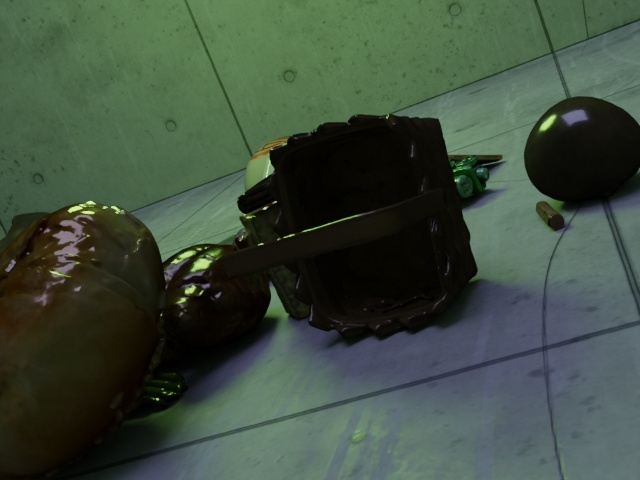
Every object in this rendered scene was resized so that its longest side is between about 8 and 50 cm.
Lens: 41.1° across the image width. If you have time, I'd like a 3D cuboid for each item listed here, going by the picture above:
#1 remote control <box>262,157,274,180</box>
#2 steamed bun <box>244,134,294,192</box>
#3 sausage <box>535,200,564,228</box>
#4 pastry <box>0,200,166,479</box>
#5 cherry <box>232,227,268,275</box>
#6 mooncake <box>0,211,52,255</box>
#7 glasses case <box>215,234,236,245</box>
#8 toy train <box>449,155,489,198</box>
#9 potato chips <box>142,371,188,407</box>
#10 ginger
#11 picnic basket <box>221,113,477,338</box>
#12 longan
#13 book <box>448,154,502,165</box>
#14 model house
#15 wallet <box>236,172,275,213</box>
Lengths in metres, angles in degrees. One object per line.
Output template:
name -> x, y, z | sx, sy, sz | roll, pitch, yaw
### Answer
remote control -> -0.093, -0.096, 2.008 | 0.103, 0.055, 0.277 | -16, 45, 28
steamed bun -> -0.099, -0.215, 2.515 | 0.283, 0.177, 0.283 | -22, 12, 5
sausage -> 0.354, -0.041, 1.327 | 0.026, 0.026, 0.116 | -21, 11, 8
pastry -> -0.363, 0.141, 1.180 | 0.409, 0.245, 0.409 | -35, 30, 24
cherry -> -0.106, 0.005, 1.746 | 0.148, 0.115, 0.188 | -49, -3, 18
mooncake -> -0.829, 0.111, 2.258 | 0.394, 0.246, 0.393 | -25, 21, -12
glasses case -> -0.210, 0.036, 1.953 | 0.071, 0.047, 0.205 | -28, 13, -3
toy train -> 0.216, -0.100, 1.706 | 0.251, 0.085, 0.119 | -13, 21, 46
potato chips -> -0.280, 0.231, 1.296 | 0.207, 0.028, 0.092 | -11, 16, 38
ginger -> -0.219, 0.105, 1.427 | 0.274, 0.152, 0.357 | -27, 11, -18
picnic basket -> 0.049, -0.015, 1.133 | 0.254, 0.291, 0.321 | -14, 3, 31
longan -> 0.417, -0.146, 1.361 | 0.189, 0.189, 0.189 | -22, 12, 5
book -> 0.252, -0.167, 1.849 | 0.242, 0.018, 0.170 | -4, -3, -39
model house -> 0.000, 0.000, 1.390 | 0.254, 0.196, 0.160 | -26, 12, -10
wallet -> -0.027, -0.113, 1.356 | 0.124, 0.042, 0.230 | -21, 10, 40
